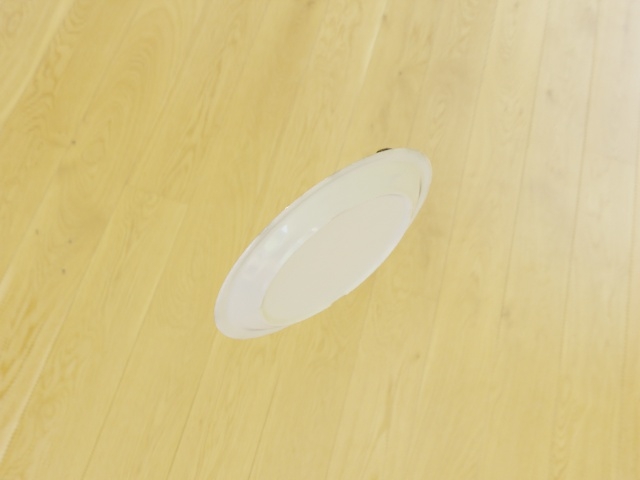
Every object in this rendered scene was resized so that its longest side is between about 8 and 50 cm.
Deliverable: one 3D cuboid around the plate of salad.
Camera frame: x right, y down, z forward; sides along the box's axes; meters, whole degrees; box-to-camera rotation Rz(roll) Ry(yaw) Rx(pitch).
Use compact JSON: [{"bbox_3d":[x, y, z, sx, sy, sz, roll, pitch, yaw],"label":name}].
[{"bbox_3d":[0.000,0.000,0.636,0.200,0.200,0.048,-29,64,-24],"label":"plate of salad"}]
